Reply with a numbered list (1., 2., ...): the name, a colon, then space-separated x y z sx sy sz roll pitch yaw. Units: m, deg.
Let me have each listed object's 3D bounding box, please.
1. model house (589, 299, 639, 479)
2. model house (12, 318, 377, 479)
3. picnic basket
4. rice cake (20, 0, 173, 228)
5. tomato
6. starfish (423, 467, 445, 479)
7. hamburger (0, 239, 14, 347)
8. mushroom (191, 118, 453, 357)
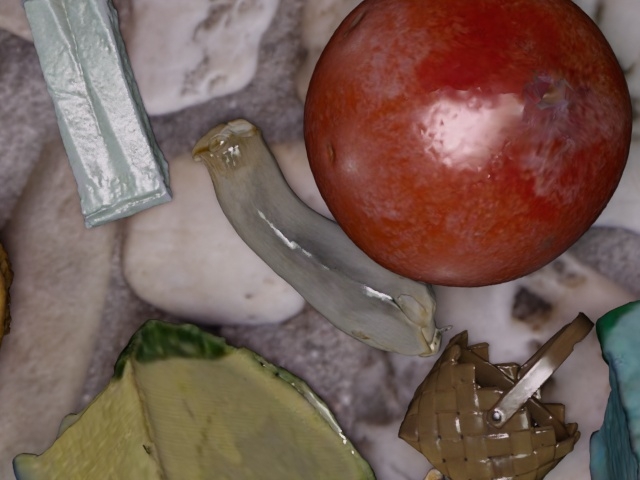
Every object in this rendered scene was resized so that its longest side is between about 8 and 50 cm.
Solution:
1. model house: 0.370 0.203 1.346 0.281 0.248 0.230 -4 48 1
2. model house: -0.116 0.276 1.353 0.266 0.261 0.321 -43 48 24
3. picnic basket: 0.165 0.128 1.369 0.138 0.128 0.178 40 107 4
4. rice cake: -0.201 -0.130 1.428 0.085 0.040 0.226 -17 92 5
5. tomato: 0.121 -0.094 1.297 0.265 0.265 0.264 0 93 4
6. starfish: 0.130 0.307 1.417 0.238 0.071 0.216 4 88 -6
7. hamburger: -0.405 0.061 1.366 0.283 0.144 0.259 5 82 -22
8. mushroom: -0.001 0.003 1.395 0.278 0.099 0.096 38 89 5
